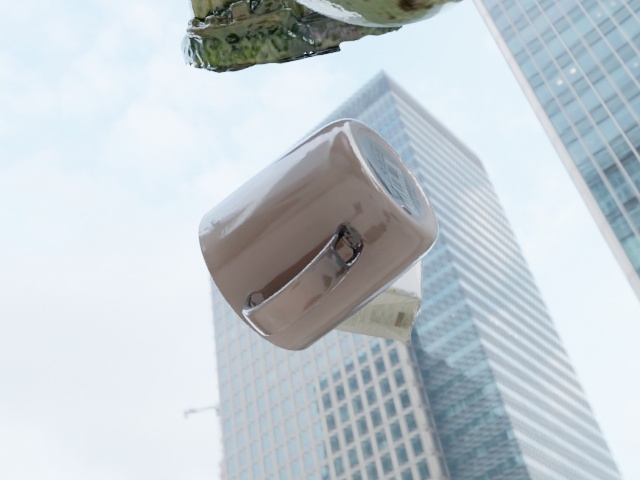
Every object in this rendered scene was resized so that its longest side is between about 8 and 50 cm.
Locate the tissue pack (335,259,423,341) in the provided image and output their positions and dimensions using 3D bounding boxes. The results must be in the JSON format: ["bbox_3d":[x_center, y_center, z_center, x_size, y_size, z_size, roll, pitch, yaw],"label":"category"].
[{"bbox_3d":[0.088,0.053,1.519,0.185,0.225,0.124,11,-50,0],"label":"tissue pack"}]

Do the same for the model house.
[{"bbox_3d":[-0.056,-0.399,1.181,0.321,0.261,0.266,-13,-70,-9],"label":"model house"}]

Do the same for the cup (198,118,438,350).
[{"bbox_3d":[0.000,0.000,0.888,0.200,0.253,0.191,-37,-77,22],"label":"cup"}]

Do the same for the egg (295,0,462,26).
[{"bbox_3d":[0.027,-0.371,0.804,0.287,0.379,0.287,-22,-34,-16],"label":"egg"}]
